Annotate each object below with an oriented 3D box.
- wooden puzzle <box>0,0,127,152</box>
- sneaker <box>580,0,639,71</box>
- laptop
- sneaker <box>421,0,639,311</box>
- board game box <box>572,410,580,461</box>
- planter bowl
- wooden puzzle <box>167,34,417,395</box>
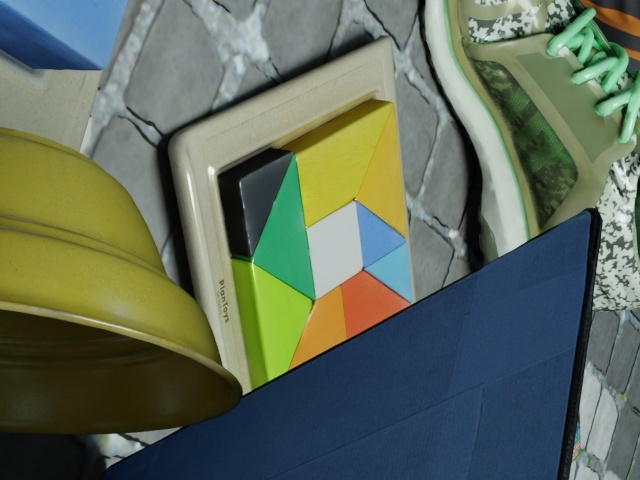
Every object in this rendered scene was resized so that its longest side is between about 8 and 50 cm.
[{"bbox_3d":[-0.161,-0.194,0.480,0.322,0.080,0.347,32,73,-54],"label":"wooden puzzle"},{"bbox_3d":[0.267,-0.152,1.077,0.125,0.180,0.321,-14,146,-33],"label":"sneaker"},{"bbox_3d":[-0.140,0.159,0.399,0.408,0.382,0.236,2,65,-40],"label":"laptop"},{"bbox_3d":[0.211,-0.108,0.940,0.158,0.182,0.410,-46,127,-42],"label":"sneaker"},{"bbox_3d":[0.192,0.146,1.120,0.160,0.039,0.211,-34,125,-45],"label":"board game box"},{"bbox_3d":[-0.137,0.013,0.483,0.217,0.217,0.090,33,53,-54],"label":"planter bowl"},{"bbox_3d":[0.000,0.000,0.798,0.239,0.044,0.221,-35,126,-46],"label":"wooden puzzle"}]
